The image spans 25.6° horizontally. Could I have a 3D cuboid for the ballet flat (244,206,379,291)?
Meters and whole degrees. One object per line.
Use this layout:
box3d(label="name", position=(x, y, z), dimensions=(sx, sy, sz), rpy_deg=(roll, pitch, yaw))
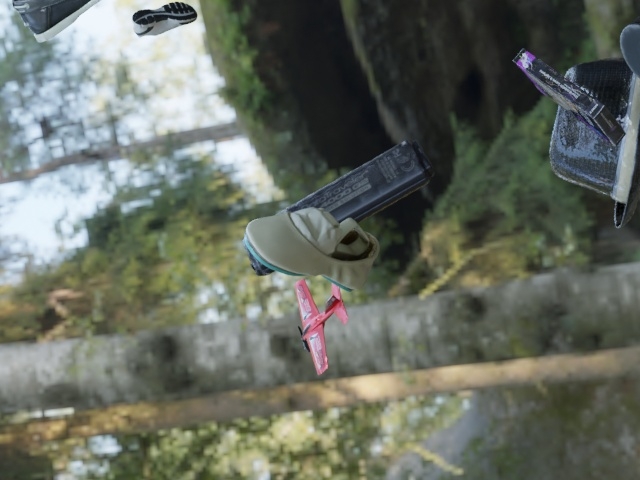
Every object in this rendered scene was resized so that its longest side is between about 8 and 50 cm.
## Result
box3d(label="ballet flat", position=(0.000, 0.000, 1.616), dimensions=(0.248, 0.086, 0.086), rpy_deg=(18, -115, -63))

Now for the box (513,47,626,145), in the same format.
box3d(label="box", position=(0.360, -0.207, 2.030), dimensions=(0.162, 0.029, 0.116), rpy_deg=(44, -174, 31))

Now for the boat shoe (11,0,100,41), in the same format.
box3d(label="boat shoe", position=(-0.327, -0.375, 1.986), dimensions=(0.079, 0.233, 0.084), rpy_deg=(54, -173, -20))

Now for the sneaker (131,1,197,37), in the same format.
box3d(label="sneaker", position=(-0.251, -0.354, 2.261), dimensions=(0.043, 0.109, 0.040), rpy_deg=(105, 150, -57))

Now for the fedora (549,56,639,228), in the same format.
box3d(label="fedora", position=(0.456, -0.185, 2.282), dimensions=(0.334, 0.153, 0.334), rpy_deg=(9, -90, -80))

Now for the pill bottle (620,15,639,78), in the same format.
box3d(label="pill bottle", position=(0.471, -0.277, 1.695), dimensions=(0.219, 0.123, 0.122), rpy_deg=(-37, -52, -19))

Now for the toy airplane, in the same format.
box3d(label="toy airplane", position=(0.001, 0.110, 2.021), dimensions=(0.151, 0.028, 0.151), rpy_deg=(177, 90, -65))

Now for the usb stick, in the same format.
box3d(label="usb stick", position=(0.021, -0.044, 1.887), dimensions=(0.045, 0.278, 0.077), rpy_deg=(52, -170, -49))
